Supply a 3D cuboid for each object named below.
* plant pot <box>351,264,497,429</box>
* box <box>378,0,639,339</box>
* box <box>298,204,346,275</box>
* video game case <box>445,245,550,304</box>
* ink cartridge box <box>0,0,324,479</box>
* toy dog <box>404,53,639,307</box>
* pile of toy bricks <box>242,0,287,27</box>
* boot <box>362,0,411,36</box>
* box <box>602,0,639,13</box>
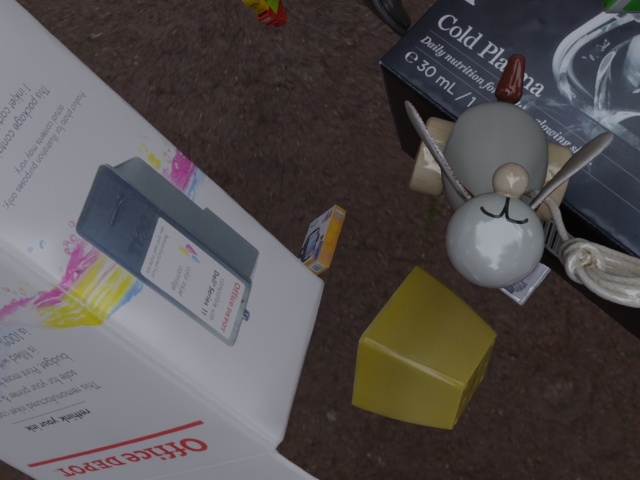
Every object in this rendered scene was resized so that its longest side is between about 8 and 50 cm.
[{"bbox_3d":[0.195,0.214,1.389,0.187,0.212,0.212,27,140,21],"label":"plant pot"},{"bbox_3d":[0.419,-0.206,1.022,0.480,0.297,0.471,42,85,20],"label":"box"},{"bbox_3d":[0.000,0.000,1.287,0.028,0.136,0.081,31,143,-20],"label":"box"},{"bbox_3d":[0.362,-0.001,1.468,0.190,0.022,0.173,41,101,27],"label":"video game case"},{"bbox_3d":[-0.146,0.034,0.431,0.207,0.119,0.353,-22,127,36],"label":"ink cartridge box"},{"bbox_3d":[0.171,-0.080,0.692,0.220,0.333,0.160,6,109,-13],"label":"toy dog"},{"bbox_3d":[-0.023,-0.345,0.925,0.118,0.212,0.105,-18,136,28],"label":"pile of toy bricks"},{"bbox_3d":[0.140,-0.450,1.117,0.229,0.091,0.263,-36,133,4],"label":"boot"},{"bbox_3d":[0.246,-0.253,0.346,0.231,0.127,0.261,-4,82,-8],"label":"box"}]
